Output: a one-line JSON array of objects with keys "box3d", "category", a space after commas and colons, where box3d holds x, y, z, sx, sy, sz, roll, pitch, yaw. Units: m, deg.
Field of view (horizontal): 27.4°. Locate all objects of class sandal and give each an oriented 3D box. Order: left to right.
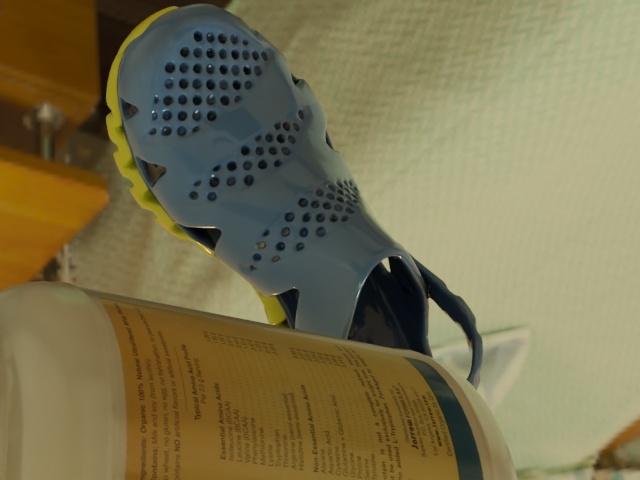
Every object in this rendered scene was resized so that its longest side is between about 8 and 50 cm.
[{"box3d": [0.000, 0.000, 0.755, 0.317, 0.126, 0.138, 54, 159, -24], "category": "sandal"}]

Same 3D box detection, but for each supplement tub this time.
[{"box3d": [-0.052, 0.093, 0.422, 0.199, 0.144, 0.144, 13, 144, -28], "category": "supplement tub"}]
